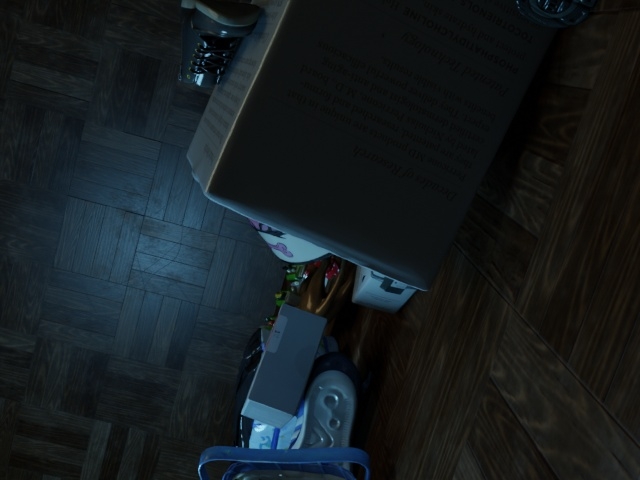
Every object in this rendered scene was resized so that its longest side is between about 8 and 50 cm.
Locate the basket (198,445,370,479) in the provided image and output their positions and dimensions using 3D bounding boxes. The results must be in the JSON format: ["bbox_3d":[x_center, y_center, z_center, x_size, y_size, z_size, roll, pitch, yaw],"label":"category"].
[{"bbox_3d":[-0.048,0.423,1.272,0.201,0.254,0.289,-83,-8,-56],"label":"basket"}]

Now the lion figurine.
[{"bbox_3d":[-0.012,0.156,1.886,0.240,0.142,0.392,-63,-5,-21],"label":"lion figurine"}]

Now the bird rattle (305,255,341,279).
[{"bbox_3d":[0.025,-0.029,2.141,0.207,0.143,0.254,-46,28,41],"label":"bird rattle"}]

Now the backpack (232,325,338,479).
[{"bbox_3d":[-0.084,0.338,1.809,0.356,0.273,0.290,83,-172,-46],"label":"backpack"}]

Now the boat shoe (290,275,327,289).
[{"bbox_3d":[0.000,0.000,2.344,0.116,0.096,0.325,-101,27,-75],"label":"boat shoe"}]

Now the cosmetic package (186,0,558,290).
[{"bbox_3d":[0.046,-0.204,1.115,0.394,0.327,0.329,-65,18,8],"label":"cosmetic package"}]

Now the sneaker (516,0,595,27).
[{"bbox_3d":[0.290,-0.372,0.862,0.286,0.109,0.130,117,172,-51],"label":"sneaker"}]

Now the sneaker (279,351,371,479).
[{"bbox_3d":[0.003,0.368,1.518,0.236,0.130,0.323,-64,-14,-84],"label":"sneaker"}]

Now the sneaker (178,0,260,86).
[{"bbox_3d":[-0.135,-0.257,1.076,0.222,0.083,0.118,-136,50,-64],"label":"sneaker"}]

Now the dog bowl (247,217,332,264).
[{"bbox_3d":[-0.016,-0.156,1.801,0.408,0.150,0.408,-32,38,29],"label":"dog bowl"}]

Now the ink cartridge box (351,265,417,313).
[{"bbox_3d":[0.129,0.011,1.357,0.208,0.086,0.153,120,164,-60],"label":"ink cartridge box"}]

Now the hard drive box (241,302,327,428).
[{"bbox_3d":[-0.069,0.237,1.492,0.232,0.089,0.181,115,175,-69],"label":"hard drive box"}]

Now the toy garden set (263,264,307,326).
[{"bbox_3d":[-0.071,0.097,1.885,0.204,0.049,0.244,164,129,-76],"label":"toy garden set"}]
